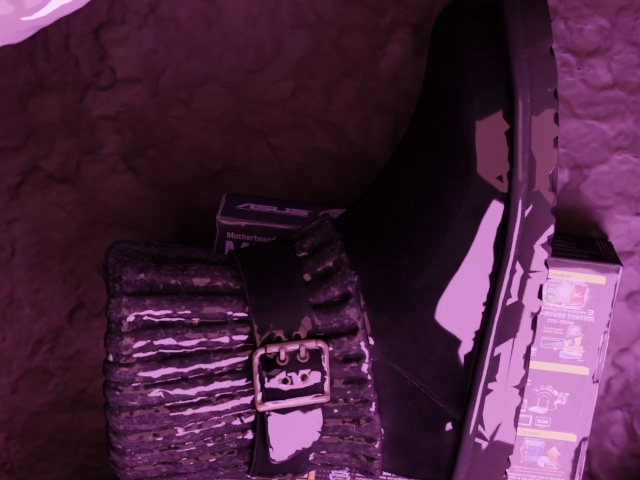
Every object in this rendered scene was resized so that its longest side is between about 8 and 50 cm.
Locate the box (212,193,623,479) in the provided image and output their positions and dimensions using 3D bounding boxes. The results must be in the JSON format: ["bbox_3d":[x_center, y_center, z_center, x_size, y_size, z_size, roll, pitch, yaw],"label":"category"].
[{"bbox_3d":[0.053,0.092,0.949,0.270,0.060,0.216,6,107,0],"label":"box"}]

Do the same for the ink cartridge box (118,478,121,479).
[{"bbox_3d":[-0.136,0.243,0.976,0.115,0.067,0.198,43,130,-6],"label":"ink cartridge box"}]

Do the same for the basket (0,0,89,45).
[{"bbox_3d":[-0.206,-0.235,0.720,0.331,0.328,0.266,-29,100,11],"label":"basket"}]

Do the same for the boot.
[{"bbox_3d":[0.000,0.002,0.822,0.260,0.131,0.348,6,108,0],"label":"boot"}]
